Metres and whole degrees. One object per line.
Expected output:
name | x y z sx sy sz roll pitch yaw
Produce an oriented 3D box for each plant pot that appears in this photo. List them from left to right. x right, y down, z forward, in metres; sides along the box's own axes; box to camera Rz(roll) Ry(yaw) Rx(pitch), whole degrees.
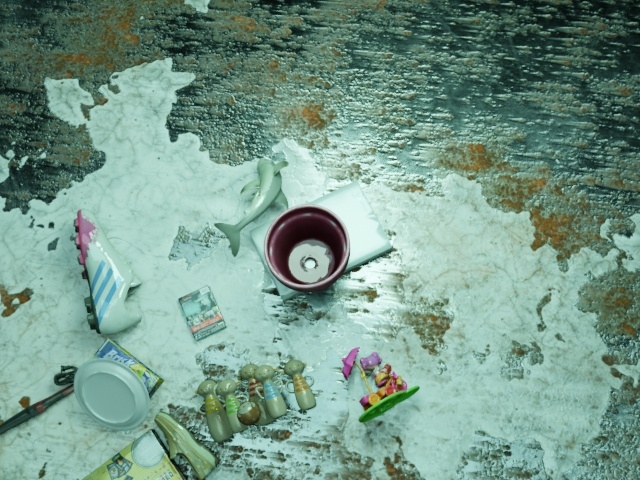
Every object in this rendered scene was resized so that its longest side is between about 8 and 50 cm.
plant pot | -0.027 0.033 1.764 0.202 0.180 0.201 -1 76 3

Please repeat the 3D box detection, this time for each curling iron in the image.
curling iron | -0.698 0.399 1.808 0.274 0.035 0.068 -38 73 -8

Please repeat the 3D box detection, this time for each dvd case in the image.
dvd case | -0.298 0.182 1.862 0.087 0.013 0.119 -25 76 -5

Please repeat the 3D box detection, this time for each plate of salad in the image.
plate of salad | -0.495 0.364 1.768 0.200 0.048 0.199 5 113 13

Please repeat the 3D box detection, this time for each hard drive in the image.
hard drive | 0.000 0.000 1.886 0.308 0.040 0.203 -26 76 -4

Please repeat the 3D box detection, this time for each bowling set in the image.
bowling set | -0.155 0.352 1.721 0.287 0.200 0.154 -19 74 -7

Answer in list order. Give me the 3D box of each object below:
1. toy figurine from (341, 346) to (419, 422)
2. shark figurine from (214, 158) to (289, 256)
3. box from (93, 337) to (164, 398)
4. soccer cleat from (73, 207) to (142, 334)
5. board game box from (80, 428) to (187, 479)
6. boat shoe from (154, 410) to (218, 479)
toy figurine | 0.127 0.324 1.767 0.173 0.130 0.159 -20 64 -26
shark figurine | -0.136 -0.093 1.859 0.166 0.116 0.278 -8 48 43
box | -0.470 0.313 1.812 0.169 0.054 0.059 35 79 11
soccer cleat | -0.532 0.073 1.863 0.143 0.116 0.331 -10 76 -17
board game box | -0.453 0.586 1.743 0.243 0.042 0.165 -35 76 -7
boat shoe | -0.331 0.485 1.745 0.190 0.068 0.072 39 63 11
